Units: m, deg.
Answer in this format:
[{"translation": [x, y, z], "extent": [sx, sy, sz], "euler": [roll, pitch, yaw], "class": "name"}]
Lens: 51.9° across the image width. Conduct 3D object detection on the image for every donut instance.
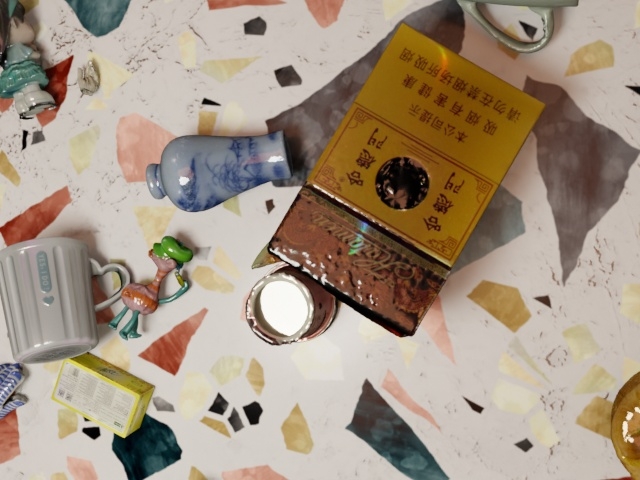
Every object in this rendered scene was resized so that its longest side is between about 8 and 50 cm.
[{"translation": [0.566, 0.295, 1.016], "extent": [0.226, 0.114, 0.227], "euler": [1, 92, 14], "class": "donut"}]

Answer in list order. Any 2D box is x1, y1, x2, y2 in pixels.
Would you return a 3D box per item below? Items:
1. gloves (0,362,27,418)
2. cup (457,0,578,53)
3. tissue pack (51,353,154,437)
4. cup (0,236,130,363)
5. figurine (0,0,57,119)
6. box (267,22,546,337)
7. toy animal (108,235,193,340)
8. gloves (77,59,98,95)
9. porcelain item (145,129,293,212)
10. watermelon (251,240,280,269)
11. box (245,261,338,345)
[{"translation": [-0.690, 0.331, 1.341], "extent": [0.229, 0.097, 0.119], "euler": [-41, 113, 7], "class": "gloves"}, {"translation": [0.295, -0.427, 1.046], "extent": [0.234, 0.186, 0.258], "euler": [4, 120, 22], "class": "cup"}, {"translation": [-0.424, 0.297, 1.283], "extent": [0.175, 0.062, 0.095], "euler": [22, 99, 11], "class": "tissue pack"}, {"translation": [-0.479, 0.106, 1.219], "extent": [0.221, 0.167, 0.202], "euler": [-18, 74, 6], "class": "cup"}, {"translation": [-0.610, -0.361, 1.289], "extent": [0.137, 0.110, 0.246], "euler": [-19, 94, 31], "class": "figurine"}, {"translation": [0.129, -0.088, 1.032], "extent": [0.264, 0.116, 0.415], "euler": [32, 87, 3], "class": "box"}, {"translation": [-0.310, 0.094, 1.235], "extent": [0.103, 0.100, 0.208], "euler": [34, 85, -18], "class": "toy animal"}, {"translation": [-0.456, -0.313, 1.284], "extent": [0.044, 0.037, 0.081], "euler": [10, 83, -13], "class": "gloves"}, {"translation": [-0.181, -0.131, 1.179], "extent": [0.259, 0.141, 0.141], "euler": [-13, 89, 5], "class": "porcelain item"}, {"translation": [-0.002, -0.005, 1.142], "extent": [0.245, 0.119, 0.063], "euler": [-15, 103, 7], "class": "watermelon"}, {"translation": [-0.053, 0.113, 1.151], "extent": [0.151, 0.135, 0.151], "euler": [1, 93, 13], "class": "box"}]
